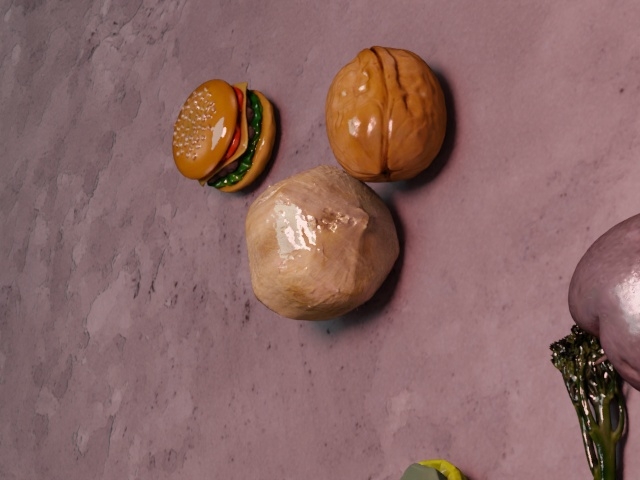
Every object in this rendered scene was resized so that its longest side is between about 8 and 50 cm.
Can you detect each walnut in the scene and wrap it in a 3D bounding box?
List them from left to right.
[{"bbox_3d":[0.076,-0.149,1.630,0.144,0.144,0.180,-44,44,36],"label":"walnut"}]

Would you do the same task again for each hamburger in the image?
[{"bbox_3d":[-0.135,-0.147,1.942,0.162,0.115,0.162,-25,57,46],"label":"hamburger"}]

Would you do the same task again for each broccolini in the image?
[{"bbox_3d":[0.271,0.173,1.331,0.074,0.058,0.201,-30,68,63],"label":"broccolini"}]

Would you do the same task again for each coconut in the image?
[{"bbox_3d":[0.000,0.003,1.645,0.194,0.194,0.194,-25,57,47],"label":"coconut"}]

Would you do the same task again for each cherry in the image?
[{"bbox_3d":[0.306,0.049,1.233,0.176,0.140,0.176,-25,53,38],"label":"cherry"}]

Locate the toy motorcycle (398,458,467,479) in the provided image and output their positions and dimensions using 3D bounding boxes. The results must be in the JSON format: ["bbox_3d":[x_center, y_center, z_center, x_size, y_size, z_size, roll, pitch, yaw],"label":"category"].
[{"bbox_3d":[0.113,0.370,1.364,0.200,0.191,0.326,-4,56,45],"label":"toy motorcycle"}]
